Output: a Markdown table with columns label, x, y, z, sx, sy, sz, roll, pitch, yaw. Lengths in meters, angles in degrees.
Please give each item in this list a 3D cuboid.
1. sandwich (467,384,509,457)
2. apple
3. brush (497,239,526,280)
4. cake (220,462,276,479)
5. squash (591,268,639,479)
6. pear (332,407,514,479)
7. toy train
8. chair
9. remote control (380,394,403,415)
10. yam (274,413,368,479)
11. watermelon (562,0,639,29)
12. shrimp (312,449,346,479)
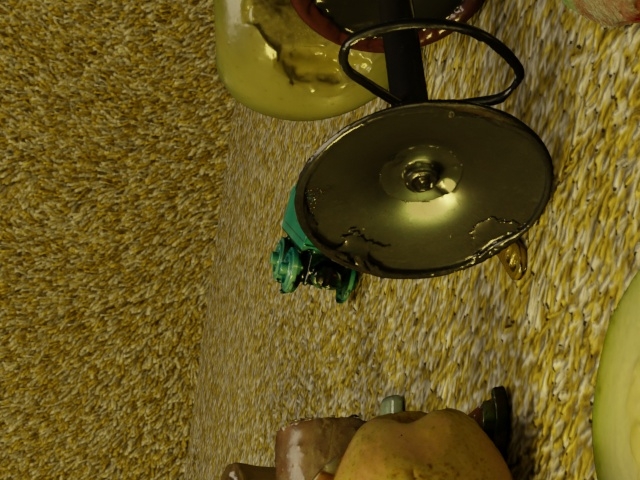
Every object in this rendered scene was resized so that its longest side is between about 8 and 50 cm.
| label | x | y | z | sx | sy | sz | roll | pitch | yaw |
| --- | --- | --- | --- | --- | --- | --- | --- | --- | --- |
| sandwich | 0.147 | 0.182 | 1.166 | 0.101 | 0.026 | 0.069 | 113 | 157 | -55 |
| apple | -0.014 | -0.275 | 1.555 | 0.279 | 0.279 | 0.279 | -174 | 90 | -77 |
| brush | 0.162 | -0.023 | 1.228 | 0.218 | 0.010 | 0.082 | -112 | 31 | -62 |
| cake | -0.142 | 0.449 | 1.672 | 0.332 | 0.321 | 0.332 | -176 | 90 | -75 |
| squash | 0.240 | 0.116 | 0.756 | 0.252 | 0.049 | 0.252 | -174 | 90 | -75 |
| pear | 0.087 | 0.226 | 1.095 | 0.178 | 0.178 | 0.178 | -174 | 90 | -77 |
| toy train | 0.000 | 0.000 | 1.731 | 0.198 | 0.107 | 0.154 | -135 | 59 | -74 |
| chair | 0.075 | -0.184 | 1.209 | 0.226 | 0.226 | 0.401 | 109 | 162 | -46 |
| remote control | 0.080 | 0.239 | 1.457 | 0.053 | 0.018 | 0.124 | 131 | 142 | -71 |
| yam | 0.011 | 0.329 | 1.479 | 0.128 | 0.129 | 0.238 | 75 | -167 | -72 |
| watermelon | 0.215 | -0.206 | 0.956 | 0.180 | 0.081 | 0.094 | -59 | -40 | -83 |
| shrimp | 0.061 | 0.316 | 1.330 | 0.058 | 0.169 | 0.296 | 34 | 152 | 45 |
